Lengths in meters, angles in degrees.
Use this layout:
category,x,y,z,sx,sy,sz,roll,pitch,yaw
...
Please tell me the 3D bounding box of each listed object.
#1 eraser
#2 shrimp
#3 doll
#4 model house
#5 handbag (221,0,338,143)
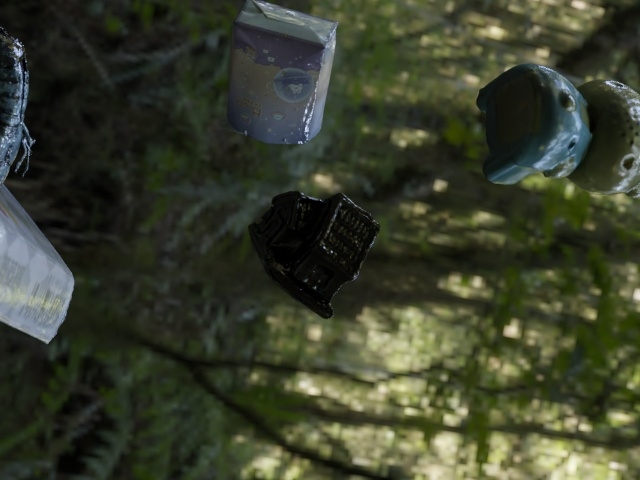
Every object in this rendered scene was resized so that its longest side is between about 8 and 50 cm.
category,x,y,z,sx,sy,sz,roll,pitch,yaw
eraser,-0.362,-0.015,1.648,0.082,0.213,0.397,-39,171,-4
shrimp,-0.285,-0.096,1.356,0.076,0.082,0.174,16,-84,38
doll,0.373,-0.160,2.323,0.161,0.261,0.177,-34,-128,50
model house,-0.006,-0.004,2.258,0.152,0.165,0.106,-50,-170,28
handbag,-0.047,-0.185,1.809,0.095,0.117,0.173,-63,168,-46
